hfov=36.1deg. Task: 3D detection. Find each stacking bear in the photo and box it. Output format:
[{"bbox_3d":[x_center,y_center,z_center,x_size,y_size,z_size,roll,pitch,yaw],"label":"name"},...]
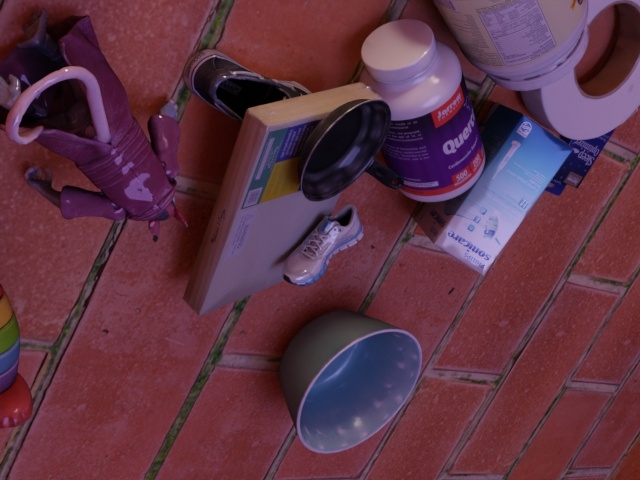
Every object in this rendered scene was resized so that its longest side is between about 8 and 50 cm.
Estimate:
[{"bbox_3d":[-0.517,0.112,1.415,0.176,0.164,0.288,-4,115,-12],"label":"stacking bear"}]

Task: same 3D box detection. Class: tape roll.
[{"bbox_3d":[0.570,-0.396,2.008,0.392,0.072,0.391,-20,127,-28],"label":"tape roll"}]

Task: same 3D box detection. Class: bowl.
[{"bbox_3d":[0.039,0.266,2.013,0.312,0.163,0.311,-22,132,-27],"label":"bowl"}]

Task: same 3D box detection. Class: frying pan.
[{"bbox_3d":[0.073,-0.158,1.612,0.326,0.053,0.197,-15,141,-52],"label":"frying pan"}]

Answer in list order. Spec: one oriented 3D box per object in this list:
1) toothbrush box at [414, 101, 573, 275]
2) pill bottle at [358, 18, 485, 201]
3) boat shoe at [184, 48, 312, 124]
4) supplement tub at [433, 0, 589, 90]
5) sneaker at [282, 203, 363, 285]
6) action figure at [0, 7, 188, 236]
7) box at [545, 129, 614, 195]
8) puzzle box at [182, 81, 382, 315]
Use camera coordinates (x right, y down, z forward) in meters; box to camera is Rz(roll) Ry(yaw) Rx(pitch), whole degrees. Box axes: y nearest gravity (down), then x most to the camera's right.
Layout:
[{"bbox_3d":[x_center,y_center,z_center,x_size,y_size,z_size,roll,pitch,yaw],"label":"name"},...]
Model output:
[{"bbox_3d":[0.329,-0.106,1.919,0.126,0.216,0.295,33,98,-12],"label":"toothbrush box"},{"bbox_3d":[0.176,-0.227,1.734,0.181,0.181,0.323,-39,139,-10],"label":"pill bottle"},{"bbox_3d":[-0.080,-0.215,1.580,0.301,0.102,0.108,24,104,-48],"label":"boat shoe"},{"bbox_3d":[0.315,-0.426,1.660,0.235,0.235,0.325,-47,140,-1],"label":"supplement tub"},{"bbox_3d":[0.000,0.000,1.731,0.191,0.071,0.083,-44,151,-27],"label":"sneaker"},{"bbox_3d":[-0.281,-0.137,1.357,0.248,0.276,0.370,-46,126,-12],"label":"action figure"},{"bbox_3d":[0.578,-0.202,2.219,0.136,0.036,0.225,15,111,-46],"label":"box"},{"bbox_3d":[-0.067,-0.069,1.647,0.272,0.052,0.408,-20,145,-44],"label":"puzzle box"}]
